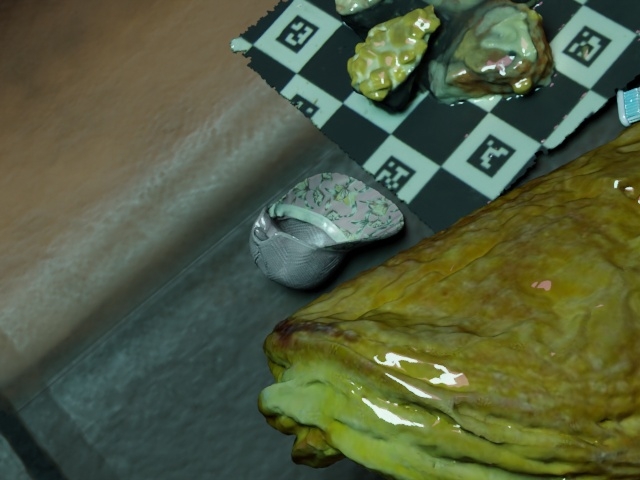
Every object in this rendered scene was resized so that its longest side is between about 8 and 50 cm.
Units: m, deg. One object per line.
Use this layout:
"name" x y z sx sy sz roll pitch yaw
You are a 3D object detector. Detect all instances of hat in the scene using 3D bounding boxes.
"hat" 0.002 0.000 1.008 0.087 0.042 0.058 -20 48 -36

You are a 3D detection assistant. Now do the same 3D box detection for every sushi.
"sushi" 0.067 -0.125 1.048 0.192 0.040 0.210 -41 53 -3

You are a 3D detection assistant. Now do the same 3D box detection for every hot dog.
"hot dog" 0.102 0.040 0.843 0.272 0.122 0.196 -31 25 -30

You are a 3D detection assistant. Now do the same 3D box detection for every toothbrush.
"toothbrush" 0.167 -0.130 1.040 0.017 0.014 0.162 -16 53 28
